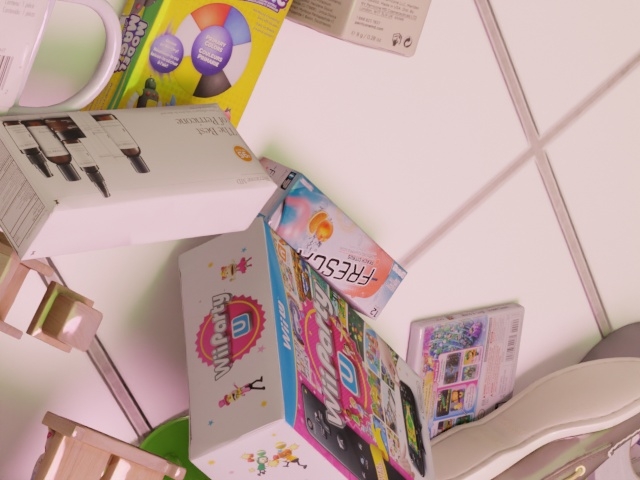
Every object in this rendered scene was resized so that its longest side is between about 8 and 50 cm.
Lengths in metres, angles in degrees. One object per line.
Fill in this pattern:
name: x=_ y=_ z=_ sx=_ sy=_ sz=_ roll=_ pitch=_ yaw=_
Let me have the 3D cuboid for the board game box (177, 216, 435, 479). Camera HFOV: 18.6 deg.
board game box: x=-0.005 y=0.157 z=1.742 sx=0.097 sy=0.224 sz=0.303 roll=-25 pitch=137 yaw=20

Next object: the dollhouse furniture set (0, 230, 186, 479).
dollhouse furniture set: x=-0.245 y=0.174 z=1.604 sx=0.355 sy=0.174 sz=0.303 roll=32 pitch=81 yaw=-48

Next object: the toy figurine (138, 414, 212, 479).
toy figurine: x=-0.092 y=0.272 z=1.784 sx=0.130 sy=0.173 sz=0.159 roll=-19 pitch=133 yaw=-18

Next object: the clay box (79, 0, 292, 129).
clay box: x=-0.102 y=-0.176 z=1.642 sx=0.127 sy=0.053 sz=0.222 roll=20 pitch=96 yaw=-43

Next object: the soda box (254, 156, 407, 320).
soda box: x=0.000 y=0.000 z=1.793 sx=0.183 sy=0.063 sz=0.058 roll=41 pitch=79 yaw=-42

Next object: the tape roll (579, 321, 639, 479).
tape roll: x=0.358 y=0.203 z=2.167 sx=0.219 sy=0.072 sz=0.219 roll=-17 pitch=119 yaw=-34

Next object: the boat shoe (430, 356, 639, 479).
boat shoe: x=0.230 y=0.213 z=2.010 sx=0.305 sy=0.109 sz=0.091 roll=-23 pitch=120 yaw=-18

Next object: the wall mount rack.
wall mount rack: x=-0.294 y=-0.210 z=1.401 sx=0.350 sy=0.130 sz=0.304 roll=3 pitch=115 yaw=-47

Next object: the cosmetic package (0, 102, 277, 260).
cosmetic package: x=-0.151 y=-0.050 z=1.518 sx=0.239 sy=0.099 sz=0.060 roll=-9 pitch=147 yaw=-48

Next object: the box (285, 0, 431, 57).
box: x=0.057 y=-0.306 z=1.679 sx=0.094 sy=0.113 sz=0.275 roll=10 pitch=103 yaw=-42

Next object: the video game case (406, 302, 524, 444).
video game case: x=0.143 y=0.148 z=2.003 sx=0.143 sy=0.019 sz=0.157 roll=-9 pitch=114 yaw=-36
